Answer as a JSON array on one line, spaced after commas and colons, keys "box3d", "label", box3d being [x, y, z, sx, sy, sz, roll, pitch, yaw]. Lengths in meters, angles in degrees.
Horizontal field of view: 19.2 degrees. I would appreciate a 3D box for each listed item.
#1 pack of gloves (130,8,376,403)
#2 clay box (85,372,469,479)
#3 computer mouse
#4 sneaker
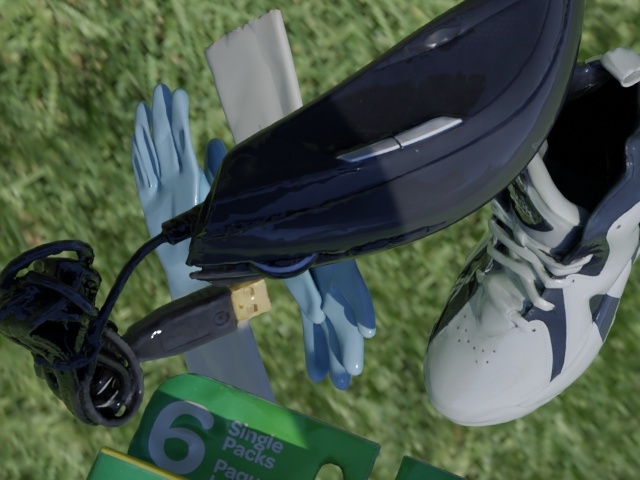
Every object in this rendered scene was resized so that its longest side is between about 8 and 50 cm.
[{"box3d": [-0.037, -0.009, 1.196, 0.046, 0.195, 0.232, -13, 85, -40], "label": "pack of gloves"}, {"box3d": [-0.027, 0.150, 0.471, 0.127, 0.053, 0.222, 21, 79, 5], "label": "clay box"}, {"box3d": [0.000, 0.000, 0.746, 0.262, 0.060, 0.184, -30, 165, -14], "label": "computer mouse"}, {"box3d": [0.106, -0.005, 0.942, 0.235, 0.094, 0.153, -46, 151, 19], "label": "sneaker"}]
